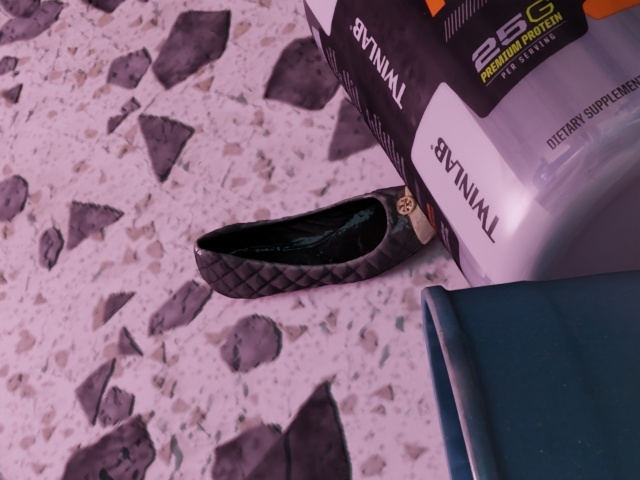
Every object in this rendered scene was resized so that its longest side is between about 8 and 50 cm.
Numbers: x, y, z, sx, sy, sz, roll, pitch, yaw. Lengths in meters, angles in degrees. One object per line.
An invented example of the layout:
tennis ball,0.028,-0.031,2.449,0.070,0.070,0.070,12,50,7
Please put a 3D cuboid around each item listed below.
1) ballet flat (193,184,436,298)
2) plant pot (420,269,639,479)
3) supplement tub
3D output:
ballet flat,0.000,0.000,0.825,0.173,0.049,0.057,-17,56,12
plant pot,0.195,0.130,0.546,0.255,0.272,0.272,-11,56,2
supplement tub,0.119,-0.115,0.749,0.207,0.207,0.338,-32,53,2
